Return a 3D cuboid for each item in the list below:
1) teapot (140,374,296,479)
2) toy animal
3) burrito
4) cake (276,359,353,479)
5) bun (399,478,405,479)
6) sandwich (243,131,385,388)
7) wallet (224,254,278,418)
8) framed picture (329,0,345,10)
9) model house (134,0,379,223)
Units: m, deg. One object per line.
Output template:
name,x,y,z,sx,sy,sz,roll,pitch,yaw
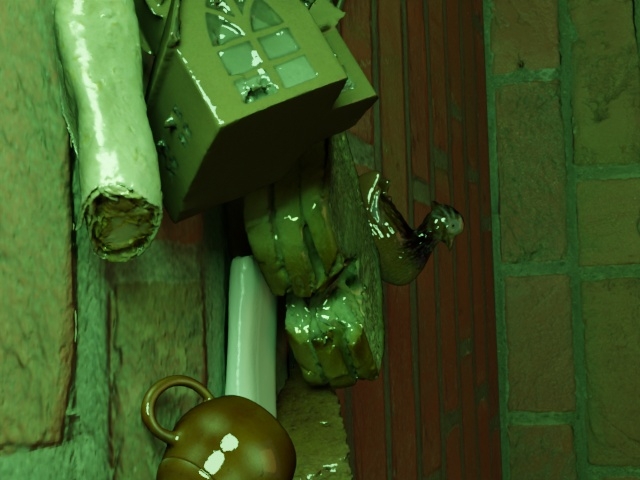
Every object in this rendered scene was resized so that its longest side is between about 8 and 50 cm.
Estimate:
teapot,-0.088,0.188,0.853,0.173,0.116,0.116,56,24,-9
toy animal,0.075,-0.032,1.318,0.188,0.179,0.089,64,9,14
burrito,-0.150,-0.101,0.727,0.087,0.060,0.226,151,-67,-71
cake,-0.018,0.213,1.135,0.295,0.112,0.116,-86,172,-63
bun,0.170,0.497,1.476,0.281,0.204,0.282,-1,90,-74
sandwich,-0.002,0.000,1.100,0.249,0.095,0.273,-92,168,-50
wallet,-0.068,0.113,1.037,0.095,0.033,0.190,34,54,-68
framed picture,0.005,-0.436,1.401,0.184,0.016,0.250,-74,155,-49
model house,-0.084,-0.176,0.807,0.248,0.176,0.181,61,-26,11
